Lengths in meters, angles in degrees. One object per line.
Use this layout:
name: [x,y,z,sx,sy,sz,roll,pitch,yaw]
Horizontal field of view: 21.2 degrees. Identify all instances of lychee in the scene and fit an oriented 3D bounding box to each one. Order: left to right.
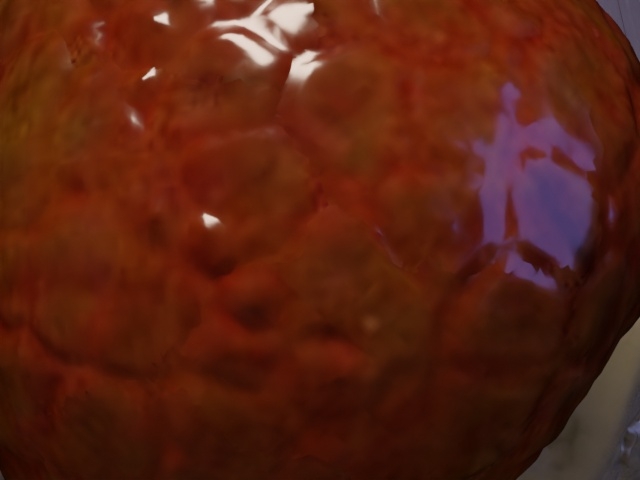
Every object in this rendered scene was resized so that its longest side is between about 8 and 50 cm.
lychee: [0.000,0.000,0.550,0.300,0.255,0.255,47,23,-2]

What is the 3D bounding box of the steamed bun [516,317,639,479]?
steamed bun: [0.087,0.018,0.754,0.200,0.226,0.170,30,11,8]
